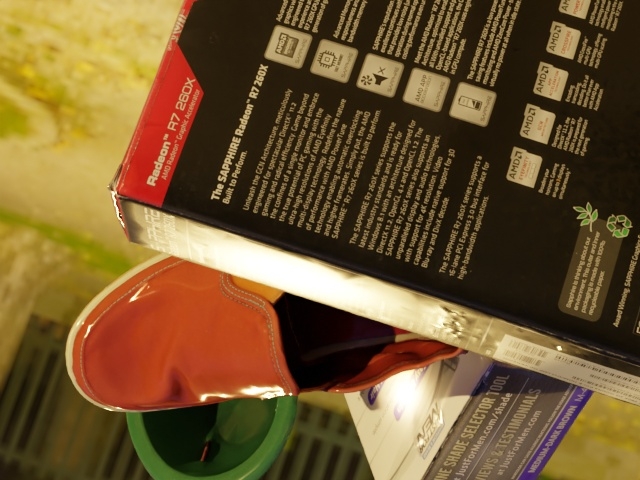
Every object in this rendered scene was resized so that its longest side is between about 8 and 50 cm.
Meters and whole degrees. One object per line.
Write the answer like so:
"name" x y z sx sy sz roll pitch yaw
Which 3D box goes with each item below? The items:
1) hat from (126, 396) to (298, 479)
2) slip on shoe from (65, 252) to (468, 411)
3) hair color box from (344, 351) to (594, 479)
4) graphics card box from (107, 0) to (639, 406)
"hat" -0.063 0.152 1.550 0.183 0.173 0.208 32 -155 -57
"slip on shoe" -0.032 0.058 1.156 0.331 0.123 0.101 -11 -159 19
"hair color box" 0.091 0.055 1.392 0.110 0.185 0.339 9 -143 -24
"graphics card box" 0.089 -0.059 0.998 0.371 0.232 0.094 17 160 5
